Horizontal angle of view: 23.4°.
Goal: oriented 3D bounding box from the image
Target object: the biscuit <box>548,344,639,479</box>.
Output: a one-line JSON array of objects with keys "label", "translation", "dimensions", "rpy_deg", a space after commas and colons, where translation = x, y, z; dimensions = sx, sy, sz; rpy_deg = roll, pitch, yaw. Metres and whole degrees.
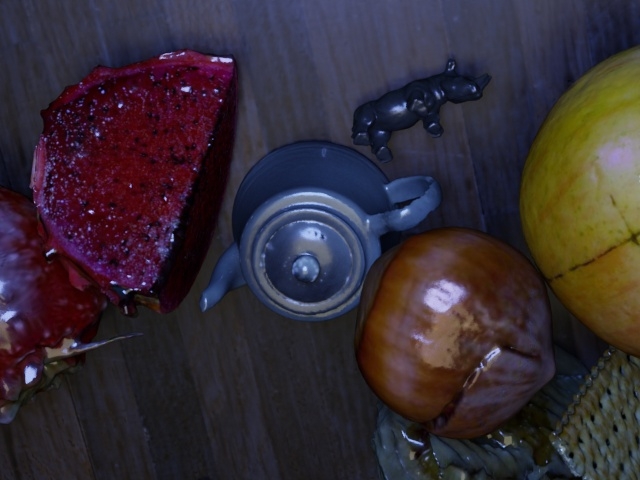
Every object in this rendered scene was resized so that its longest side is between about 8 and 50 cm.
[{"label": "biscuit", "translation": [0.284, 0.174, 1.431], "dimensions": [0.016, 0.203, 0.144], "rpy_deg": [-19, 110, 41]}]

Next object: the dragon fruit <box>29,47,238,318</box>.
[{"label": "dragon fruit", "translation": [-0.161, -0.037, 1.385], "dimensions": [0.163, 0.261, 0.189], "rpy_deg": [-3, 146, 31]}]

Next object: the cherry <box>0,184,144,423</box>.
[{"label": "cherry", "translation": [-0.310, 0.037, 1.427], "dimensions": [0.192, 0.175, 0.249], "rpy_deg": [-35, 101, 4]}]

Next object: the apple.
[{"label": "apple", "translation": [0.304, -0.029, 1.311], "dimensions": [0.286, 0.286, 0.233], "rpy_deg": [43, 129, -10]}]

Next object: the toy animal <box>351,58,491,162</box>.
[{"label": "toy animal", "translation": [0.092, -0.124, 1.405], "dimensions": [0.136, 0.065, 0.047], "rpy_deg": [-26, 123, 14]}]

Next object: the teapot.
[{"label": "teapot", "translation": [0.000, 0.000, 1.408], "dimensions": [0.239, 0.149, 0.162], "rpy_deg": [-22, 104, 11]}]

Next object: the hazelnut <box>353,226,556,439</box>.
[{"label": "hazelnut", "translation": [0.116, 0.075, 1.323], "dimensions": [0.182, 0.182, 0.182], "rpy_deg": [1, 108, 3]}]

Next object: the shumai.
[{"label": "shumai", "translation": [0.147, 0.216, 1.474], "dimensions": [0.256, 0.189, 0.218], "rpy_deg": [8, 129, -23]}]
